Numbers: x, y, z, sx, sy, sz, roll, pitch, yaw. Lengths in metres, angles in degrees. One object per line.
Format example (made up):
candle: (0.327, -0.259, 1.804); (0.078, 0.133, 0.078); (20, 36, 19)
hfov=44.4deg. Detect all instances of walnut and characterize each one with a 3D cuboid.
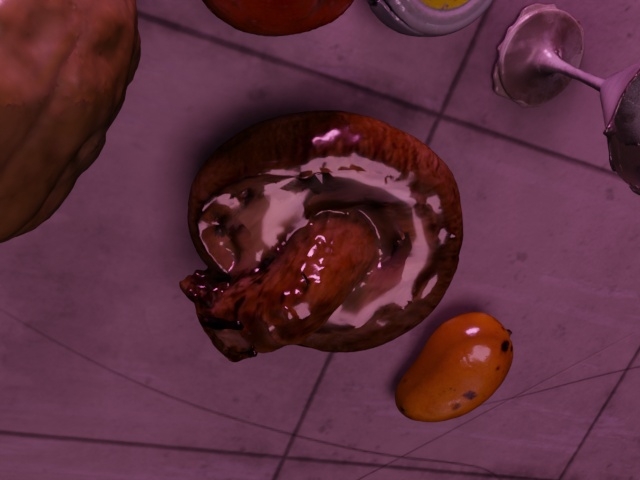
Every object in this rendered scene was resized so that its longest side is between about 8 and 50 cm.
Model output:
walnut: (-0.270, -0.138, 0.558); (0.282, 0.253, 0.277); (19, 76, 6)

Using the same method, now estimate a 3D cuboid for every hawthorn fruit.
hawthorn fruit: (-0.034, -0.256, 0.661); (0.172, 0.173, 0.173); (-9, 120, -16)

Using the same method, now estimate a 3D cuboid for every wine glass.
wine glass: (0.284, -0.159, 0.797); (0.156, 0.232, 0.156); (-10, 120, -18)

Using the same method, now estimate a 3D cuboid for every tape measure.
tape measure: (0.182, -0.269, 0.787); (0.330, 0.084, 0.164); (7, 116, -25)

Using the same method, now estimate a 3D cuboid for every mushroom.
mushroom: (-0.011, 0.001, 0.793); (0.283, 0.195, 0.263); (-35, 117, -20)

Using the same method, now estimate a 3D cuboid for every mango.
mango: (0.178, 0.171, 1.023); (0.115, 0.090, 0.178); (24, 110, -20)
